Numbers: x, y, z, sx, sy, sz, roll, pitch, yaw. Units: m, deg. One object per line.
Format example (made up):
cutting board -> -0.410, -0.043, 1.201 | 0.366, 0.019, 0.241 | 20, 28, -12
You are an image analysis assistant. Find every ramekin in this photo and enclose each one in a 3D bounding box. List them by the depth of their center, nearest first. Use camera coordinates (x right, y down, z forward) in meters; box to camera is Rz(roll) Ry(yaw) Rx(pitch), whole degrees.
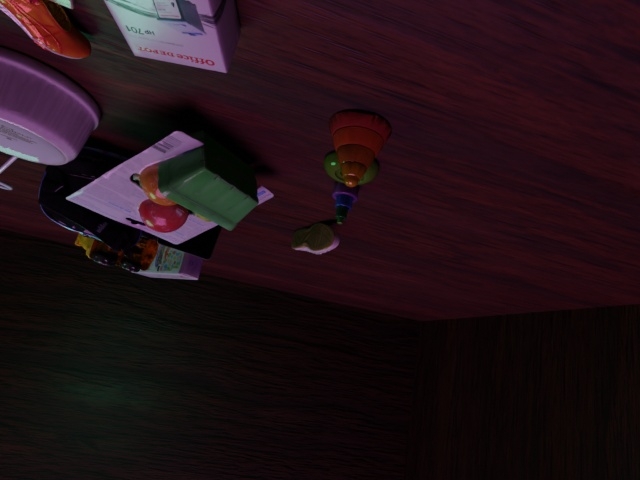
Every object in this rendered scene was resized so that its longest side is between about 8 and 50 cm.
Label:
ramekin -> -0.619, -0.261, 0.841 | 0.273, 0.127, 0.273 | 10, 164, 3

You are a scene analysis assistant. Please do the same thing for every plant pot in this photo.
plant pot -> -0.451, -0.064, 1.347 | 0.187, 0.188, 0.167 | 25, 173, -42

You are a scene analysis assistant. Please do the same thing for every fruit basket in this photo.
fruit basket -> -0.344, -0.112, 0.975 | 0.353, 0.165, 0.327 | -17, 153, 25

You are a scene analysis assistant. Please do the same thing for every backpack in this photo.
backpack -> -0.594, -0.128, 1.101 | 0.263, 0.276, 0.213 | 23, 173, -27

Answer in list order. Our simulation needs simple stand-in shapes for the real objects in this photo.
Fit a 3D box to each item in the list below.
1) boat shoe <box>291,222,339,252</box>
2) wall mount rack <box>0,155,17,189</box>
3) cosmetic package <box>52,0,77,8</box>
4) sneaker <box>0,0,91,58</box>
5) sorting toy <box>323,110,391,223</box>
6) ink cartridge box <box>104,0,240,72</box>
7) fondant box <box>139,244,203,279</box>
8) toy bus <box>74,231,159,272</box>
boat shoe -> 0.000, 0.000, 1.407 | 0.096, 0.098, 0.277 | 19, 171, -28
wall mount rack -> -0.981, -0.262, 1.095 | 0.304, 0.130, 0.350 | 5, 163, 31
cosmetic package -> -0.339, -0.353, 0.503 | 0.060, 0.041, 0.115 | 16, 163, -18
sneaker -> -0.405, -0.331, 0.588 | 0.067, 0.064, 0.175 | -6, 162, 19
sorting toy -> 0.061, -0.124, 0.881 | 0.127, 0.126, 0.365 | 10, 163, 1
ink cartridge box -> -0.184, -0.307, 0.491 | 0.139, 0.082, 0.191 | 10, 162, 1
fondant box -> -0.587, 0.027, 1.602 | 0.330, 0.238, 0.096 | -2, 159, 38
toy bus -> -0.686, -0.001, 1.349 | 0.211, 0.149, 0.220 | 17, 172, 34
